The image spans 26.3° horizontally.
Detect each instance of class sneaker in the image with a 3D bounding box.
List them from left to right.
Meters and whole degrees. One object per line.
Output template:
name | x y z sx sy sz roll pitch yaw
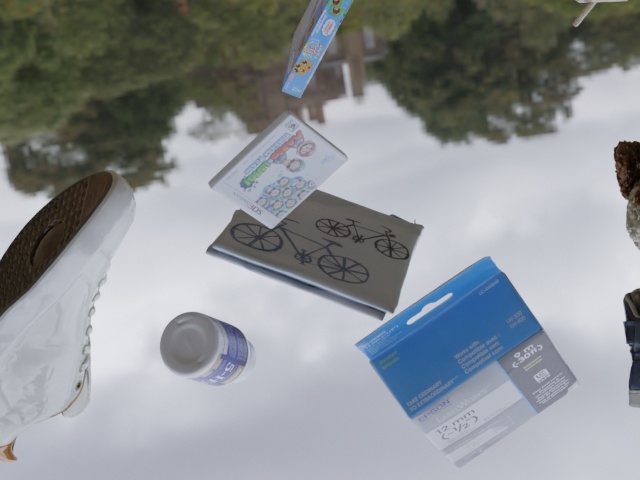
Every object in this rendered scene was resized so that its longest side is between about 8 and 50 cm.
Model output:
sneaker | -0.224 0.069 1.168 0.123 0.290 0.106 30 -160 -28
sneaker | 0.485 0.145 1.916 0.086 0.163 0.226 -7 174 28

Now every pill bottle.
pill bottle | -0.185 0.191 2.345 0.112 0.112 0.186 -5 166 22

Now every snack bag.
snack bag | 0.000 0.000 2.346 0.323 0.037 0.342 19 -152 4

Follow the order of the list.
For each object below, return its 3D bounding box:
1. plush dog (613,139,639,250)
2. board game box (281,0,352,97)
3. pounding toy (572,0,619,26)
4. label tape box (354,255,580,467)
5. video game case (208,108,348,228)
plush dog | 0.502 -0.061 1.799 0.225 0.262 0.210 -32 142 25
board game box | 0.002 -0.354 2.178 0.039 0.211 0.160 22 -137 -12
pounding toy | 0.463 -0.441 2.281 0.100 0.141 0.130 27 170 -36
label tape box | 0.236 0.196 2.142 0.249 0.115 0.348 -35 145 5
video game case | -0.058 -0.099 1.946 0.157 0.143 0.019 -42 -133 13
